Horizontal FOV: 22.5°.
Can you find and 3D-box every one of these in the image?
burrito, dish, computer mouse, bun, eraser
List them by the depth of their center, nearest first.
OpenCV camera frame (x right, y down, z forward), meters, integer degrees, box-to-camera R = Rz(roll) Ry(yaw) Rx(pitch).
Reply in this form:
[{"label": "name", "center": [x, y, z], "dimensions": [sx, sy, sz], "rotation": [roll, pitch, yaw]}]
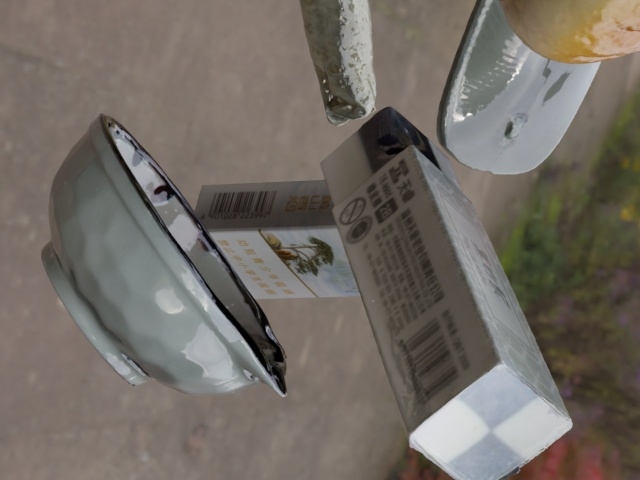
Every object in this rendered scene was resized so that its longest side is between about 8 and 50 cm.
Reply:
[{"label": "eraser", "center": [0.089, 0.033, 1.312], "dimensions": [0.098, 0.096, 0.404], "rotation": [-40, -151, 15]}, {"label": "dish", "center": [-0.149, 0.037, 1.387], "dimensions": [0.120, 0.303, 0.303], "rotation": [-34, 161, 2]}, {"label": "bun", "center": [0.314, -0.285, 1.545], "dimensions": [0.299, 0.165, 0.299], "rotation": [-49, -173, 8]}, {"label": "burrito", "center": [0.016, -0.258, 1.708], "dimensions": [0.059, 0.082, 0.275], "rotation": [-59, 141, -69]}, {"label": "computer mouse", "center": [0.264, -0.230, 1.994], "dimensions": [0.331, 0.197, 0.095], "rotation": [-70, -154, 21]}]

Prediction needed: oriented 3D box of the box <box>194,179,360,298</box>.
[{"label": "box", "center": [0.001, 0.000, 1.673], "dimensions": [0.149, 0.233, 0.067], "rotation": [47, 48, -51]}]
